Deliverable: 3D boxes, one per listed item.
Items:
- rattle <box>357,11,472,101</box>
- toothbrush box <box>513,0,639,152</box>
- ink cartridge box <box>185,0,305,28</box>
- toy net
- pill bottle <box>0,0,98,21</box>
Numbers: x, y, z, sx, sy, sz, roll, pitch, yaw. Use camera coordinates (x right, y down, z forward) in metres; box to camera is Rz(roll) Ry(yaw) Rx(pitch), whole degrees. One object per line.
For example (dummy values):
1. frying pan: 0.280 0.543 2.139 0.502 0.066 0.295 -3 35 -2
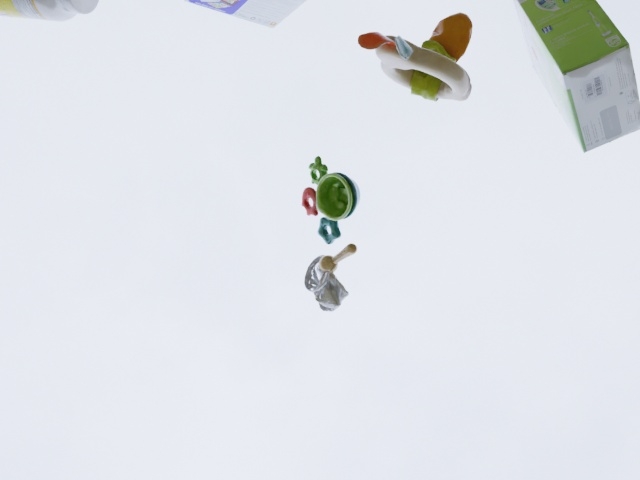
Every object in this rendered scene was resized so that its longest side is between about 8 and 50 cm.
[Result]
1. rattle: 0.137 -0.272 1.048 0.130 0.199 0.143 40 -82 43
2. toothbrush box: 0.468 -0.337 1.467 0.122 0.206 0.283 -22 -133 12
3. ink cartridge box: -0.117 -0.482 1.489 0.206 0.208 0.045 8 -108 -36
4. toy net: 0.000 0.000 1.182 0.122 0.232 0.045 27 -151 36
5. pill bottle: -0.195 -0.175 0.555 0.083 0.043 0.043 12 -115 26
